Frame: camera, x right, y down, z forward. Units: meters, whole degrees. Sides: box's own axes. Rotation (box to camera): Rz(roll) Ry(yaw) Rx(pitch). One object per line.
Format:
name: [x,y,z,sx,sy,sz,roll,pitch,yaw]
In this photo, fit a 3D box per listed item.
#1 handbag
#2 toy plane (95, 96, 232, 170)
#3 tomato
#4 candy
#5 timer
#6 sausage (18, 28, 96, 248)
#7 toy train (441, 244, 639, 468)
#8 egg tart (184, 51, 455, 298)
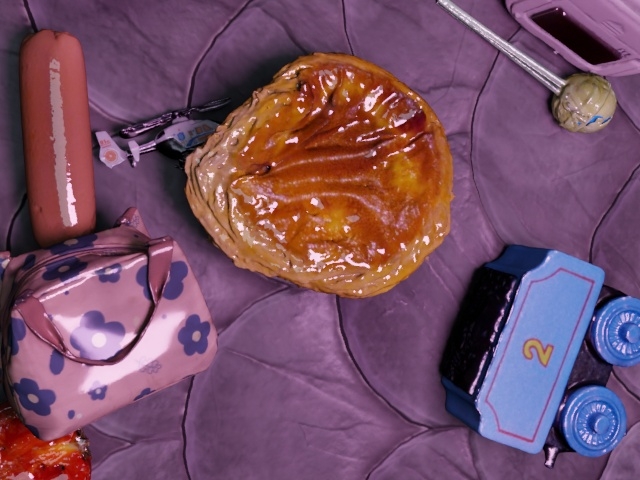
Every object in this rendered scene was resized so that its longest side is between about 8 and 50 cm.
handbag: [-0.269,0.086,0.966,0.251,0.190,0.193,-23,127,-29]
toy plane: [-0.202,-0.135,1.090,0.197,0.053,0.078,-19,90,-18]
tomato: [-0.366,0.265,1.024,0.139,0.091,0.159,-19,106,-16]
candy: [0.317,-0.280,1.247,0.335,0.093,0.092,34,68,-9]
timer: [0.406,-0.333,1.183,0.262,0.237,0.087,30,84,-17]
sausage: [-0.335,-0.124,1.024,0.086,0.086,0.289,-3,92,-18]
toy train: [0.334,0.175,1.214,0.265,0.188,0.300,21,88,-13]
egg tart: [0.015,-0.077,1.096,0.339,0.153,0.352,39,74,-6]
